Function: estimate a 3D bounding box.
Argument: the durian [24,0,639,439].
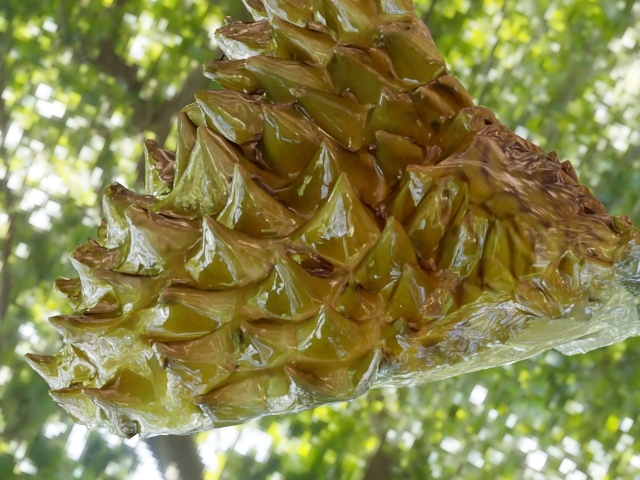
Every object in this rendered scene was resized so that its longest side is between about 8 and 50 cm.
[{"bbox_3d":[-0.009,0.002,0.566,0.185,0.196,0.305,57,-175,-13],"label":"durian"}]
